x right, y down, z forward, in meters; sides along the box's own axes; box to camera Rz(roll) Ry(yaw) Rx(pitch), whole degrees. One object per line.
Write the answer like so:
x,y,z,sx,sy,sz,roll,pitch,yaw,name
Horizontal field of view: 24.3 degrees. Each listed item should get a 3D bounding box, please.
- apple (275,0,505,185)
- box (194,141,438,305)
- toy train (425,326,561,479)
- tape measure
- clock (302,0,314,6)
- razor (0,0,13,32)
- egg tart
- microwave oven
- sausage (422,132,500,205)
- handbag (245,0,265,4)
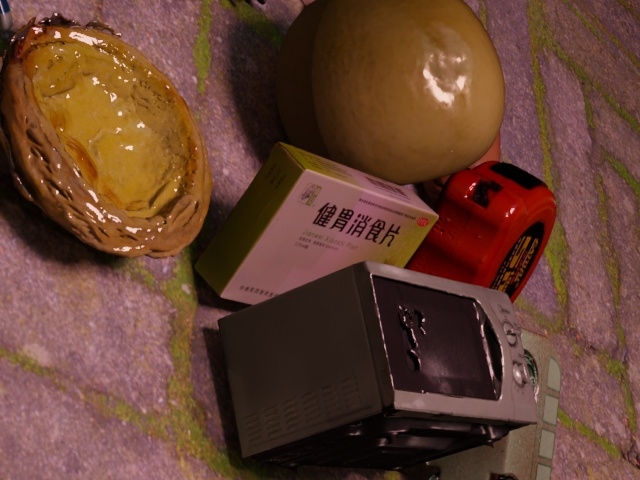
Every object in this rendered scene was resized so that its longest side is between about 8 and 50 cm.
0.083,-0.192,1.846,0.292,0.292,0.254,-21,101,-58,apple
0.000,0.001,1.702,0.260,0.175,0.062,17,23,-49,box
0.209,0.244,1.803,0.159,0.129,0.326,25,69,-53,toy train
0.202,0.020,1.944,0.114,0.253,0.260,32,18,20,tape measure
0.023,-0.377,2.111,0.155,0.063,0.229,42,39,-30,clock
-0.366,-0.300,1.510,0.191,0.037,0.068,57,31,-11,razor
-0.230,-0.098,1.521,0.279,0.095,0.279,31,43,-34,egg tart
0.070,0.154,1.639,0.295,0.237,0.181,13,59,-52,microwave oven
0.204,-0.175,2.177,0.121,0.121,0.304,39,39,-35,sausage
-0.110,-0.339,1.902,0.111,0.047,0.072,0,53,-49,handbag
